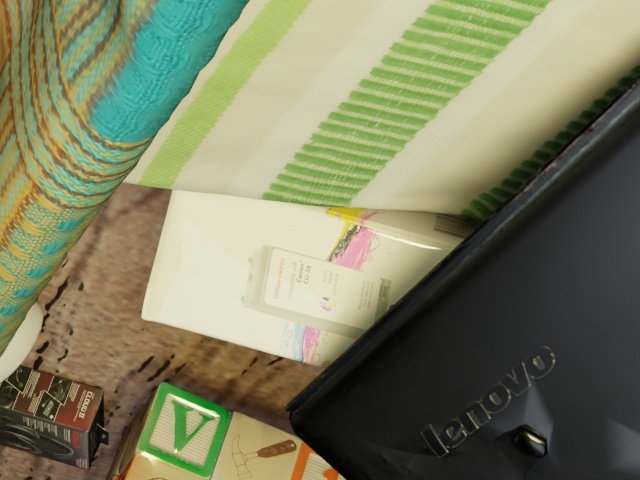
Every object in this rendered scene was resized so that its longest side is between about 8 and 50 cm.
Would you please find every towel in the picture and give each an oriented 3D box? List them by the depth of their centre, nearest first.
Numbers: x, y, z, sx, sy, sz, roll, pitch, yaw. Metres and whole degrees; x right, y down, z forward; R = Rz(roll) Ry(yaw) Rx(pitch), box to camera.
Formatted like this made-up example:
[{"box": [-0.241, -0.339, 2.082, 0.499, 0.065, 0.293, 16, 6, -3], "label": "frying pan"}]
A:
[{"box": [-0.102, -0.124, 0.448, 0.040, 0.271, 0.370, -8, 161, -28], "label": "towel"}, {"box": [0.059, -0.069, 0.549, 0.325, 0.038, 0.248, 6, 155, -24], "label": "towel"}]

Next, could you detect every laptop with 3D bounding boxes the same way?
[{"box": [0.281, 0.052, 0.615, 0.408, 0.236, 0.382, -3, 149, -41], "label": "laptop"}]

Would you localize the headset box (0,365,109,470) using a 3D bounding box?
[{"box": [-0.170, 0.109, 1.058, 0.083, 0.032, 0.062, 17, 149, 2], "label": "headset box"}]

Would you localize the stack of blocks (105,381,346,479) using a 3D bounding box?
[{"box": [0.022, 0.185, 0.951, 0.297, 0.171, 0.087, 23, 149, -9], "label": "stack of blocks"}]

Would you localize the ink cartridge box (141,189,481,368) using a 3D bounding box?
[{"box": [0.000, 0.000, 0.703, 0.198, 0.115, 0.067, 16, 109, 2], "label": "ink cartridge box"}]

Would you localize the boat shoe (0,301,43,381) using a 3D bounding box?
[{"box": [-0.257, 0.041, 0.956, 0.228, 0.080, 0.076, 1, 148, 38], "label": "boat shoe"}]
